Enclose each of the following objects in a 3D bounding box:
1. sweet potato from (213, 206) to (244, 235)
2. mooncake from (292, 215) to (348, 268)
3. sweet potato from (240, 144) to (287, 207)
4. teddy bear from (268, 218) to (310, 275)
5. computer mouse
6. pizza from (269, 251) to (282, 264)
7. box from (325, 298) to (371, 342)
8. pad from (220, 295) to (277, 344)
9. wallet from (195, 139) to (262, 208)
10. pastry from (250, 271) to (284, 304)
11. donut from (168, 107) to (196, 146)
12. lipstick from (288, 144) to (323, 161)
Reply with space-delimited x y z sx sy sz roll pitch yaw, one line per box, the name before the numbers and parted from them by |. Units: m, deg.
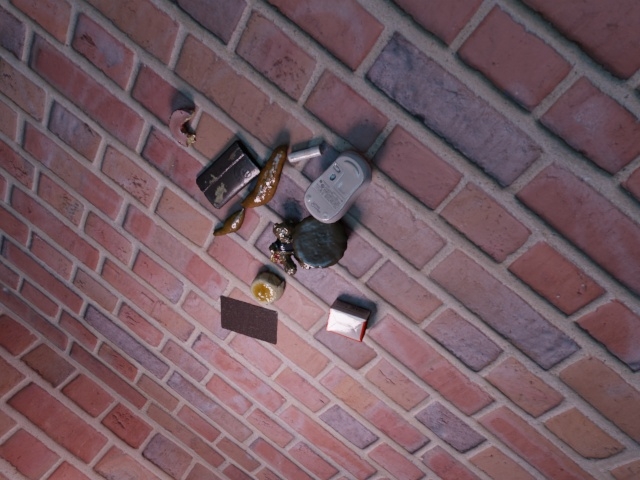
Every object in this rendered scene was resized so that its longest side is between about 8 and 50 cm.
sweet potato | -0.411 -0.066 1.838 0.269 0.075 0.075 -31 101 38
mooncake | 0.000 0.000 1.655 0.228 0.124 0.229 0 92 5
sweet potato | -0.221 -0.236 1.671 0.106 0.095 0.355 50 123 13
teddy bear | -0.138 0.027 1.757 0.129 0.181 0.252 20 130 53
computer mouse | 0.070 -0.209 1.552 0.184 0.121 0.297 42 115 7
pizza | -0.186 0.067 1.845 0.100 0.029 0.099 17 119 12
box | 0.129 0.363 1.835 0.182 0.099 0.133 15 117 15
pad | -0.375 0.416 2.102 0.330 0.004 0.220 14 119 14
wallet | -0.406 -0.276 1.748 0.321 0.044 0.170 -33 102 31
pastry | -0.253 0.229 1.917 0.165 0.088 0.166 9 121 16
donut | -0.584 -0.485 1.699 0.116 0.065 0.166 24 120 6
lipstick | -0.060 -0.341 1.590 0.141 0.040 0.040 -9 112 25
